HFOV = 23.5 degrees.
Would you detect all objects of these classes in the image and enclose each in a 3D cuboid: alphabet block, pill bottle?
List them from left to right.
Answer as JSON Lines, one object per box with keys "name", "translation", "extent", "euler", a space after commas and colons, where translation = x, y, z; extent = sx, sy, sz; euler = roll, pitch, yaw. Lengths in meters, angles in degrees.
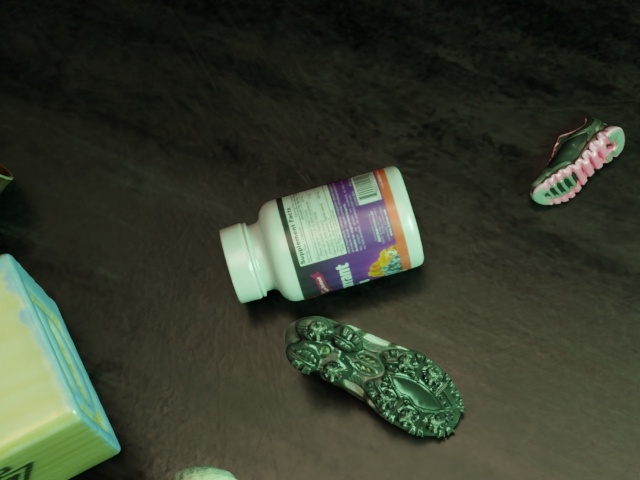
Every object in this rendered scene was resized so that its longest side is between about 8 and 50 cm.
{"name": "alphabet block", "translation": [-0.336, 0.156, 1.509], "extent": [0.197, 0.193, 0.192], "euler": [-26, 69, -3]}
{"name": "pill bottle", "translation": [0.000, 0.000, 1.573], "extent": [0.193, 0.108, 0.108], "euler": [-16, 70, 1]}

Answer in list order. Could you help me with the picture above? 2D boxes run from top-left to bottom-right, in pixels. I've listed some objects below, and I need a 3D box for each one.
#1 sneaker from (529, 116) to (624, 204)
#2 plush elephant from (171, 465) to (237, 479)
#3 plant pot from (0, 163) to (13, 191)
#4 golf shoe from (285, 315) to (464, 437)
{"name": "sneaker", "translation": [0.260, -0.086, 1.617], "extent": [0.119, 0.047, 0.057], "euler": [-38, 50, -8]}
{"name": "plush elephant", "translation": [-0.229, 0.370, 1.379], "extent": [0.272, 0.255, 0.330], "euler": [-8, 76, 18]}
{"name": "plant pot", "translation": [-0.474, -0.029, 1.595], "extent": [0.215, 0.215, 0.230], "euler": [34, 91, 15]}
{"name": "golf shoe", "translation": [0.054, 0.128, 1.545], "extent": [0.198, 0.094, 0.077], "euler": [32, 91, -11]}
